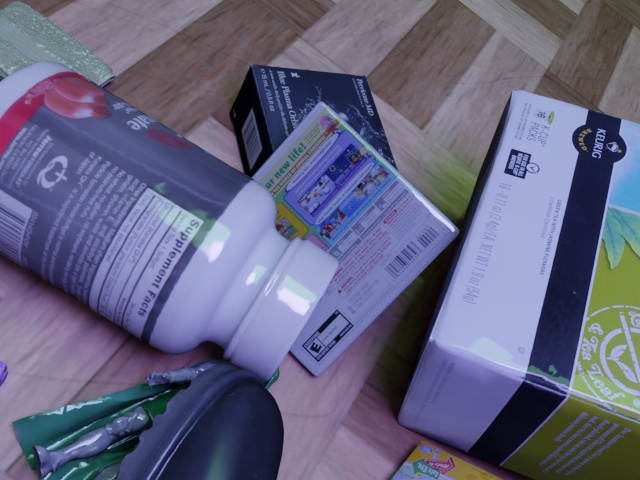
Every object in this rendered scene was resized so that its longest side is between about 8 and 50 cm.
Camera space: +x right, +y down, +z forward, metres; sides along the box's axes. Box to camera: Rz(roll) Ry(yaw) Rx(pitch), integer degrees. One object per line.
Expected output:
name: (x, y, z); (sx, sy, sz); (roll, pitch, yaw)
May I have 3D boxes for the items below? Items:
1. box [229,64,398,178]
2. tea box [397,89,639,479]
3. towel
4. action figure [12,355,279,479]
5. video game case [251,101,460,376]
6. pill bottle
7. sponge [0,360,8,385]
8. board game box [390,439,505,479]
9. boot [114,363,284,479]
box: (-0.010, -0.118, 0.805); (0.158, 0.093, 0.156); (-1, 62, -27)
tea box: (0.289, 0.068, 0.683); (0.323, 0.220, 0.329); (19, 58, 9)
towel: (-0.319, -0.206, 0.753); (0.148, 0.027, 0.110); (36, 51, -1)
action figure: (-0.131, 0.162, 0.599); (0.232, 0.063, 0.137); (-23, 69, -38)
video game case: (0.000, 0.000, 0.689); (0.193, 0.212, 0.023); (44, 11, 5)
pill bottle: (-0.151, -0.008, 0.607); (0.318, 0.176, 0.176); (32, 52, -1)
sponge: (-0.345, 0.168, 0.509); (0.117, 0.031, 0.210); (24, 54, -10)
board game box: (0.133, 0.260, 0.623); (0.154, 0.026, 0.103); (16, 41, 37)
boot: (0.036, 0.307, 0.399); (0.445, 0.146, 0.367); (15, 62, 26)
